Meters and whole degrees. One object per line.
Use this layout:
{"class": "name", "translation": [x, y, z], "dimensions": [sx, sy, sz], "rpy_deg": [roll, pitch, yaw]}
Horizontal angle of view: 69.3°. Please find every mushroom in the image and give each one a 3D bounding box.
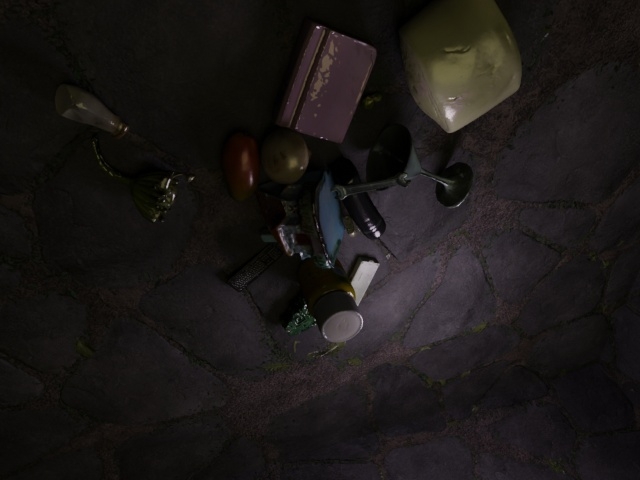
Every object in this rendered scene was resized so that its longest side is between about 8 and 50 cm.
{"class": "mushroom", "translation": [-0.731, -0.416, 1.493], "dimensions": [0.225, 0.093, 0.116], "rpy_deg": [18, 136, -39]}
{"class": "mushroom", "translation": [-0.113, -0.314, 1.723], "dimensions": [0.215, 0.207, 0.207], "rpy_deg": [-15, 137, -52]}

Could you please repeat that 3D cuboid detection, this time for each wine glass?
{"class": "wine glass", "translation": [0.412, -0.280, 1.890], "dimensions": [0.406, 0.267, 0.267], "rpy_deg": [15, 119, -34]}

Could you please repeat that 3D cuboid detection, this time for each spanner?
{"class": "spanner", "translation": [0.183, -0.204, 1.721], "dimensions": [0.302, 0.017, 0.071], "rpy_deg": [-10, 118, 17]}

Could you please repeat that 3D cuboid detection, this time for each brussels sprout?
{"class": "brussels sprout", "translation": [0.194, -0.531, 1.748], "dimensions": [0.083, 0.046, 0.051], "rpy_deg": [-39, 171, 3]}

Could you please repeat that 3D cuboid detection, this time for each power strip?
{"class": "power strip", "translation": [0.175, 0.234, 2.299], "dimensions": [0.106, 0.043, 0.367], "rpy_deg": [10, 120, -25]}

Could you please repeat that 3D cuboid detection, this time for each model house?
{"class": "model house", "translation": [-0.115, -0.091, 1.848], "dimensions": [0.339, 0.297, 0.360], "rpy_deg": [0, 132, 20]}

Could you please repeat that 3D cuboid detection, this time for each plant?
{"class": "plant", "translation": [-0.656, -0.219, 1.676], "dimensions": [0.333, 0.180, 0.251], "rpy_deg": [33, 121, 1]}

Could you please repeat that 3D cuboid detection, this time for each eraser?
{"class": "eraser", "translation": [0.015, -0.551, 1.624], "dimensions": [0.272, 0.122, 0.359], "rpy_deg": [11, 121, -25]}

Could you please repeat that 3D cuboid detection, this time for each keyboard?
{"class": "keyboard", "translation": [-0.333, 0.154, 2.067], "dimensions": [0.381, 0.041, 0.103], "rpy_deg": [-37, 127, 9]}

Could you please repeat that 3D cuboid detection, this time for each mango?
{"class": "mango", "translation": [-0.292, -0.262, 1.721], "dimensions": [0.146, 0.129, 0.289], "rpy_deg": [6, 130, 9]}

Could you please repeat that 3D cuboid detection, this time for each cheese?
{"class": "cheese", "translation": [0.140, -0.054, 2.017], "dimensions": [0.037, 0.097, 0.192], "rpy_deg": [-17, 168, 11]}

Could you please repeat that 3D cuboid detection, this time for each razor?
{"class": "razor", "translation": [0.149, -0.167, 1.898], "dimensions": [0.113, 0.204, 0.349], "rpy_deg": [-30, 126, 6]}

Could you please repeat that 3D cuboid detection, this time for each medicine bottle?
{"class": "medicine bottle", "translation": [0.040, 0.246, 2.044], "dimensions": [0.224, 0.384, 0.224], "rpy_deg": [-9, 126, -12]}

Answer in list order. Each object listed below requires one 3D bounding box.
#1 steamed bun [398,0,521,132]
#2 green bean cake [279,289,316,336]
{"class": "steamed bun", "translation": [0.494, -0.618, 1.631], "dimensions": [0.371, 0.290, 0.456], "rpy_deg": [-35, 128, 9]}
{"class": "green bean cake", "translation": [-0.110, 0.355, 2.251], "dimensions": [0.208, 0.107, 0.193], "rpy_deg": [-28, 130, 4]}
